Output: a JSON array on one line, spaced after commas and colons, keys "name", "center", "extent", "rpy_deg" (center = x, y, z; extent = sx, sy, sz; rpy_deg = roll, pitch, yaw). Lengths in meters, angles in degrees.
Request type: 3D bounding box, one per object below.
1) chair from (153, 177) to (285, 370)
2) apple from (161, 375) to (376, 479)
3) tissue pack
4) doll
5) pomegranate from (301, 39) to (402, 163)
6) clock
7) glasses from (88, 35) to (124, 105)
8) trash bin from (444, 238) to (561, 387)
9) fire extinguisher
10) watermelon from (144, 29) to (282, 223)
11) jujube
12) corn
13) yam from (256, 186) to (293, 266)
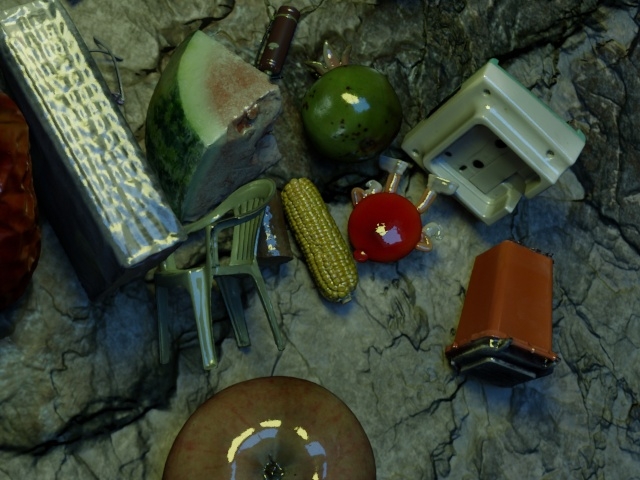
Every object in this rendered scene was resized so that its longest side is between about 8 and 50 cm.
[{"name": "chair", "center": [-0.155, 0.048, 1.429], "extent": [0.191, 0.203, 0.274], "rpy_deg": [-9, 93, -32]}, {"name": "apple", "center": [-0.073, 0.362, 1.356], "extent": [0.345, 0.269, 0.344], "rpy_deg": [5, 76, -20]}, {"name": "tissue pack", "center": [-0.359, -0.123, 1.340], "extent": [0.124, 0.288, 0.394], "rpy_deg": [-27, 90, -27]}, {"name": "doll", "center": [0.133, -0.038, 1.622], "extent": [0.183, 0.085, 0.217], "rpy_deg": [24, 69, 13]}, {"name": "pomegranate", "center": [0.046, -0.248, 1.608], "extent": [0.182, 0.181, 0.224], "rpy_deg": [-3, 60, -23]}, {"name": "clock", "center": [0.296, -0.160, 1.623], "extent": [0.231, 0.262, 0.116], "rpy_deg": [38, 51, -10]}, {"name": "glasses", "center": [-0.369, -0.295, 1.501], "extent": [0.140, 0.062, 0.103], "rpy_deg": [31, 67, -14]}, {"name": "trash bin", "center": [0.342, 0.128, 1.634], "extent": [0.161, 0.184, 0.238], "rpy_deg": [22, 65, -17]}, {"name": "fire extinguisher", "center": [-0.079, -0.350, 1.641], "extent": [0.064, 0.043, 0.158], "rpy_deg": [13, 70, 12]}, {"name": "watermelon", "center": [-0.180, -0.190, 1.526], "extent": [0.232, 0.193, 0.310], "rpy_deg": [4, 62, -2]}, {"name": "jujube", "center": [-0.487, -0.048, 1.252], "extent": [0.216, 0.216, 0.342], "rpy_deg": [0, 120, -22]}, {"name": "corn", "center": [0.000, 0.000, 1.573], "extent": [0.080, 0.080, 0.238], "rpy_deg": [-23, 88, -25]}, {"name": "yam", "center": [-0.095, -0.023, 1.539], "extent": [0.084, 0.084, 0.127], "rpy_deg": [-5, 79, -23]}]
